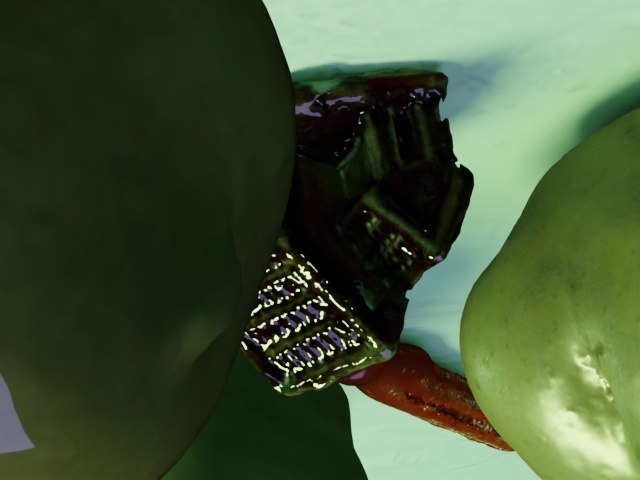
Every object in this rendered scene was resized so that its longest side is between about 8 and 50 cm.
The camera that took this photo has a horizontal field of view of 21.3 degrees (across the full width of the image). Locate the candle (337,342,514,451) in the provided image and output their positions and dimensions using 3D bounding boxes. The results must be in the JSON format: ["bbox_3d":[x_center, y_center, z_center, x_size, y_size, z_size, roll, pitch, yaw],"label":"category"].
[{"bbox_3d":[0.089,0.118,1.326,0.051,0.048,0.329,-11,158,30],"label":"candle"}]

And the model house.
[{"bbox_3d":[0.005,-0.003,0.937,0.165,0.152,0.106,-28,156,32],"label":"model house"}]

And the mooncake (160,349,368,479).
[{"bbox_3d":[-0.123,0.208,1.120,0.351,0.351,0.187,-30,137,33],"label":"mooncake"}]

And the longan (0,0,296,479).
[{"bbox_3d":[-0.148,-0.024,0.668,0.297,0.297,0.297,-9,154,-5],"label":"longan"}]

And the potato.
[{"bbox_3d":[0.248,0.030,0.991,0.326,0.243,0.221,-30,156,28],"label":"potato"}]
